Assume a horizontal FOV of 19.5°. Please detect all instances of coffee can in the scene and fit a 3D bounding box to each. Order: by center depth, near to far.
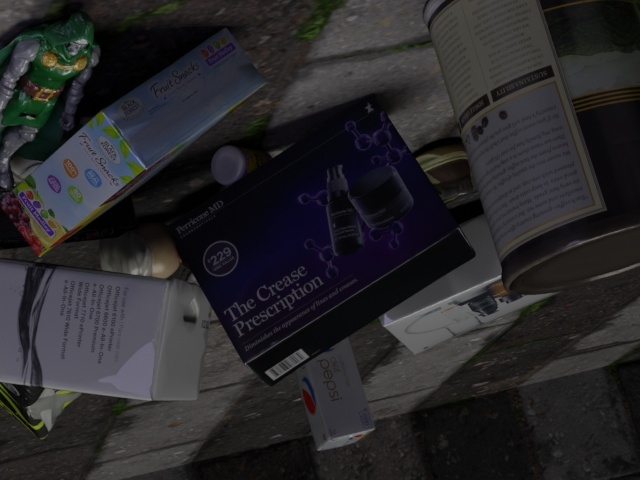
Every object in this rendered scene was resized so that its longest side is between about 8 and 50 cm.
[{"bbox_3d":[0.227,-0.111,1.712,0.202,0.275,0.201,-15,166,-4],"label":"coffee can"}]

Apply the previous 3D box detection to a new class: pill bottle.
[{"bbox_3d":[-0.077,-0.077,1.989,0.043,0.043,0.083,-24,164,31],"label":"pill bottle"}]

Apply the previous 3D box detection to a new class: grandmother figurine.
[{"bbox_3d":[-0.087,-0.008,2.154,0.342,0.104,0.208,-13,138,-1],"label":"grandmother figurine"}]

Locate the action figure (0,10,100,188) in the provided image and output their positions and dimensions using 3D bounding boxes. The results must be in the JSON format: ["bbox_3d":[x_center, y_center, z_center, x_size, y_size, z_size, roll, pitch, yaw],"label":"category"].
[{"bbox_3d":[-0.250,-0.123,1.586,0.137,0.063,0.232,0,150,-34],"label":"action figure"}]

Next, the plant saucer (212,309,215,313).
[{"bbox_3d":[-0.036,0.046,2.512,0.241,0.037,0.241,-14,165,-4],"label":"plant saucer"}]

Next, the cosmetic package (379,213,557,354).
[{"bbox_3d":[0.263,0.029,2.583,0.377,0.097,0.284,-24,167,6],"label":"cosmetic package"}]

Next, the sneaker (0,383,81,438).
[{"bbox_3d":[-0.364,0.127,2.338,0.147,0.145,0.384,-48,173,-16],"label":"sneaker"}]

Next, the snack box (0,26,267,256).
[{"bbox_3d":[-0.169,-0.087,1.666,0.207,0.070,0.174,-32,-174,48],"label":"snack box"}]

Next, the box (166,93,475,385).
[{"bbox_3d":[0.000,0.000,1.946,0.261,0.184,0.103,-33,155,3],"label":"box"}]

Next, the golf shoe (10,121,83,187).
[{"bbox_3d":[-0.266,-0.085,1.764,0.086,0.069,0.176,-56,145,1],"label":"golf shoe"}]

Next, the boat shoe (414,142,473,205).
[{"bbox_3d":[0.111,-0.047,2.241,0.080,0.073,0.223,-7,163,-31],"label":"boat shoe"}]

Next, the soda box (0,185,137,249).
[{"bbox_3d":[-0.279,-0.028,1.926,0.169,0.060,0.053,-6,169,-32],"label":"soda box"}]

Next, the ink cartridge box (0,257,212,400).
[{"bbox_3d":[-0.288,0.089,1.953,0.307,0.129,0.223,7,176,9],"label":"ink cartridge box"}]

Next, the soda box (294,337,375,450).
[{"bbox_3d":[0.005,0.168,2.503,0.069,0.216,0.074,-11,165,-18],"label":"soda box"}]
